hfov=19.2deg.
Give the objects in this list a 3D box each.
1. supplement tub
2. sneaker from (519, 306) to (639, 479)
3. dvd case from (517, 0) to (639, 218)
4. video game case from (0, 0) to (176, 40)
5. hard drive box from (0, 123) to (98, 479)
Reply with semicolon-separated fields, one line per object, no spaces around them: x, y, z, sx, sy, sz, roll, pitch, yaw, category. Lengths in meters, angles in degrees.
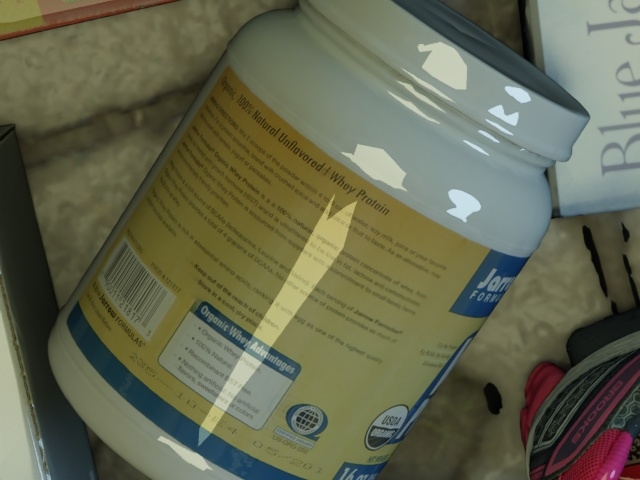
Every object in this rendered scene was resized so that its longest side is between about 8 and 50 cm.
0.000;0.000;0.746;0.144;0.144;0.199;33;103;-5;supplement tub
0.231;0.063;0.765;0.299;0.112;0.121;-22;101;7;sneaker
0.206;-0.112;0.771;0.253;0.022;0.180;-7;103;5;dvd case
-0.146;-0.183;0.773;0.285;0.025;0.204;-12;102;6;video game case
-0.197;0.084;0.806;0.181;0.089;0.232;-9;103;5;hard drive box
